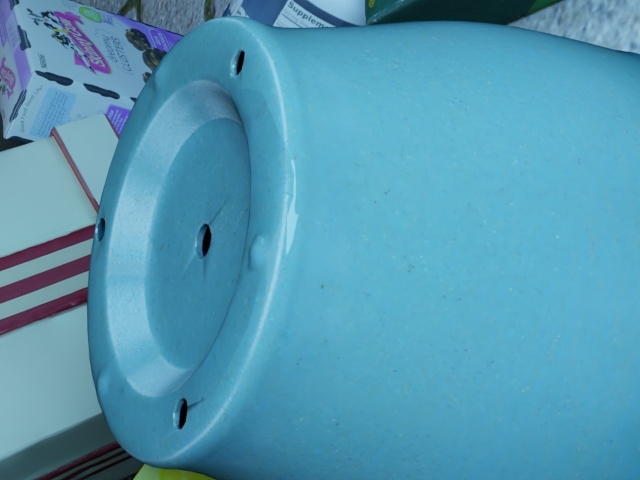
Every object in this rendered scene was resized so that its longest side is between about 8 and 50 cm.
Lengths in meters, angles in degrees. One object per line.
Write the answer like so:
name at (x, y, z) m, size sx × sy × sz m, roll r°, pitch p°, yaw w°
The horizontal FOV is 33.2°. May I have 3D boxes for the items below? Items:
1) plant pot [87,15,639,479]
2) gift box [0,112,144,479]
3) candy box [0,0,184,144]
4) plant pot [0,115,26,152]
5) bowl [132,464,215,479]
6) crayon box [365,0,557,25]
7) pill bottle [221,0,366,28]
plant pot at (0.044, 0.020, 0.489) m, size 0.272 × 0.255 × 0.271 m, roll -23°, pitch 62°, yaw 53°
gift box at (-0.225, 0.075, 0.851) m, size 0.255 × 0.258 × 0.276 m, roll 60°, pitch 151°, yaw 13°
candy box at (-0.187, -0.139, 0.959) m, size 0.070 × 0.196 × 0.164 m, roll -58°, pitch 38°, yaw 27°
plant pot at (-0.373, -0.156, 1.229) m, size 0.263 × 0.229 × 0.263 m, roll -23°, pitch 61°, yaw 52°
bowl at (-0.034, 0.238, 0.608) m, size 0.156 × 0.289 × 0.289 m, roll 23°, pitch 104°, yaw 15°
crayon box at (0.142, -0.250, 0.564) m, size 0.323 × 0.083 × 0.203 m, roll -14°, pitch 74°, yaw 55°
pill bottle at (-0.006, -0.166, 0.765) m, size 0.180 × 0.108 × 0.108 m, roll -54°, pitch 39°, yaw 33°
